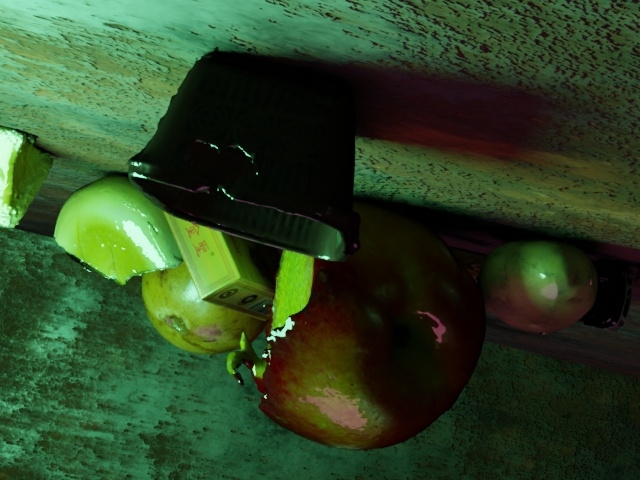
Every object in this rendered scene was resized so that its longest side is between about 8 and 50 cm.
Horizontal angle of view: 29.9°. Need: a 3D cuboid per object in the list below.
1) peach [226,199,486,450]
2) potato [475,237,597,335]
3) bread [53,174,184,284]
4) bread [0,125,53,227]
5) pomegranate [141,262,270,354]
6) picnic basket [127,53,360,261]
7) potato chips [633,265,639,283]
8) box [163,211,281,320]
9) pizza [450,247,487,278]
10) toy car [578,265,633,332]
[{"bbox_3d":[0.060,0.121,1.645,0.310,0.335,0.406,20,170,-9],"label":"peach"},{"bbox_3d":[0.300,0.063,1.625,0.161,0.128,0.234,10,170,-25],"label":"potato"},{"bbox_3d":[-0.294,-0.028,1.903,0.260,0.156,0.158,29,-149,21],"label":"bread"},{"bbox_3d":[-0.477,-0.133,1.770,0.140,0.169,0.160,12,133,5],"label":"bread"},{"bbox_3d":[-0.209,0.090,2.276,0.264,0.264,0.264,12,173,1],"label":"pomegranate"},{"bbox_3d":[-0.057,-0.075,1.127,0.222,0.129,0.297,14,173,3],"label":"picnic basket"},{"bbox_3d":[0.450,0.042,1.604,0.037,0.026,0.204,10,172,4],"label":"potato chips"},{"bbox_3d":[-0.137,0.019,1.867,0.076,0.174,0.274,-30,162,11],"label":"box"},{"bbox_3d":[0.200,0.038,1.946,0.134,0.046,0.175,17,172,-34],"label":"pizza"},{"bbox_3d":[0.403,0.084,1.754,0.108,0.089,0.209,15,177,-21],"label":"toy car"}]
